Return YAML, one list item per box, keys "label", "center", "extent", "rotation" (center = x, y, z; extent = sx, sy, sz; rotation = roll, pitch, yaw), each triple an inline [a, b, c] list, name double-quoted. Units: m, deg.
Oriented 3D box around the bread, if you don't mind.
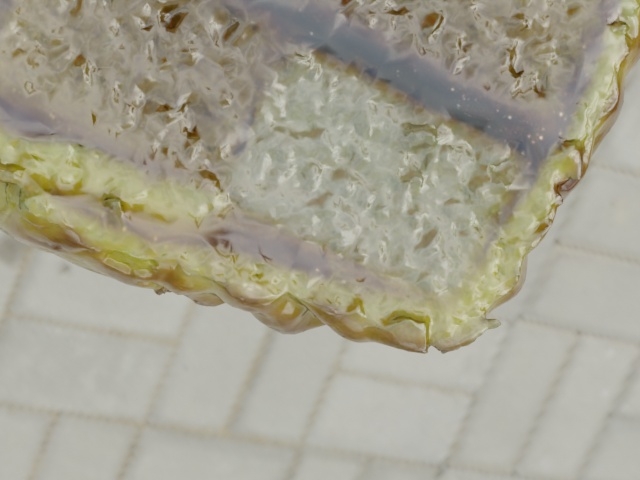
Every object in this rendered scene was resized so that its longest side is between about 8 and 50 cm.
- label: "bread"
  center: [-0.013, -0.063, 0.638]
  extent: [0.222, 0.096, 0.181]
  rotation: [22, 89, -8]
